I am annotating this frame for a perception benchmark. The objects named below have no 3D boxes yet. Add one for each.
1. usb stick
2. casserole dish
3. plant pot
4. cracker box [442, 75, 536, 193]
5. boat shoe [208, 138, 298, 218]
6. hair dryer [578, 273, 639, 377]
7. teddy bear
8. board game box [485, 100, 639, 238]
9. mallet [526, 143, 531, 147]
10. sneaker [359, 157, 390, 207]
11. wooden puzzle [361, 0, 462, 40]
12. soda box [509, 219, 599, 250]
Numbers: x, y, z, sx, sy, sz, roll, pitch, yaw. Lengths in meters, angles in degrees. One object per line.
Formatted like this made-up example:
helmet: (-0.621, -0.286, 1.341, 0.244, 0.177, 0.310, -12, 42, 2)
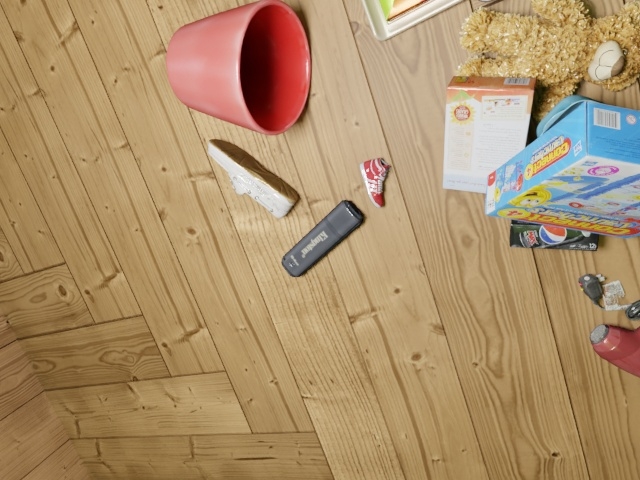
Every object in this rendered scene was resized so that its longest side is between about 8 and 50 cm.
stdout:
usb stick: (0.000, 0.000, 1.203, 0.077, 0.045, 0.278, 48, 120, -1)
casserole dish: (0.490, -0.220, 0.868, 0.114, 0.188, 0.037, -55, 38, 44)
plant pot: (-0.193, -0.387, 1.031, 0.243, 0.275, 0.275, 13, 114, 28)
cracker box: (0.336, -0.209, 0.928, 0.156, 0.067, 0.232, 11, 132, 23)
boat shoe: (-0.194, -0.157, 1.196, 0.277, 0.098, 0.096, 39, 118, 4)
hair dryer: (0.695, 0.190, 0.966, 0.223, 0.080, 0.293, -13, 104, 26)
teddy bear: (0.425, -0.348, 0.861, 0.338, 0.113, 0.245, 24, 119, 13)
board game box: (0.492, -0.098, 0.773, 0.308, 0.302, 0.086, 9, 77, -4)
mallet: (0.408, -0.206, 0.966, 0.190, 0.039, 0.062, 11, 114, 23)
sneaker: (0.143, -0.140, 1.094, 0.067, 0.042, 0.118, -17, 100, 30)
wooden puzzle: (0.183, -0.560, 0.920, 0.239, 0.044, 0.221, -17, 101, 27)
soda box: (0.498, -0.014, 0.982, 0.169, 0.060, 0.053, 2, 109, 22)
